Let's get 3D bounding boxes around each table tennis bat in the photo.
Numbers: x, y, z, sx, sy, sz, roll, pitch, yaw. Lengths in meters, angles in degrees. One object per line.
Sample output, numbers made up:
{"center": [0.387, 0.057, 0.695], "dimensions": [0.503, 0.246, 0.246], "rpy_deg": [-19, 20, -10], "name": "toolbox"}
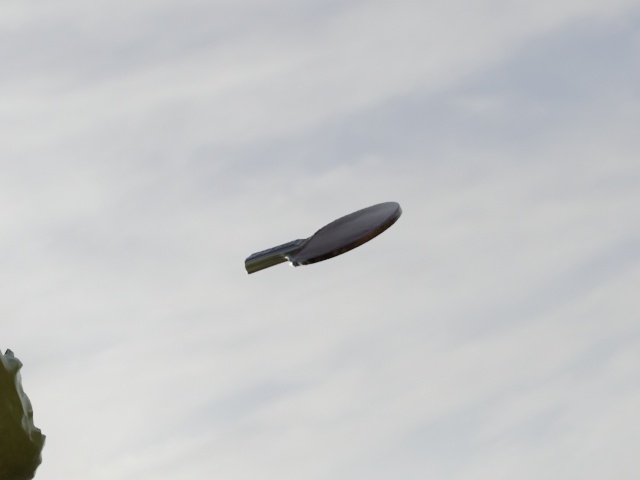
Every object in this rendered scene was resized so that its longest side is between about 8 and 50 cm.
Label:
{"center": [0.000, 0.000, 0.775], "dimensions": [0.083, 0.007, 0.050], "rpy_deg": [-18, 17, 33], "name": "table tennis bat"}

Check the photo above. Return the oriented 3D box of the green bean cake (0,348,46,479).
{"center": [-0.292, 0.076, 0.975], "dimensions": [0.233, 0.236, 0.124], "rpy_deg": [-16, -68, -19], "name": "green bean cake"}
